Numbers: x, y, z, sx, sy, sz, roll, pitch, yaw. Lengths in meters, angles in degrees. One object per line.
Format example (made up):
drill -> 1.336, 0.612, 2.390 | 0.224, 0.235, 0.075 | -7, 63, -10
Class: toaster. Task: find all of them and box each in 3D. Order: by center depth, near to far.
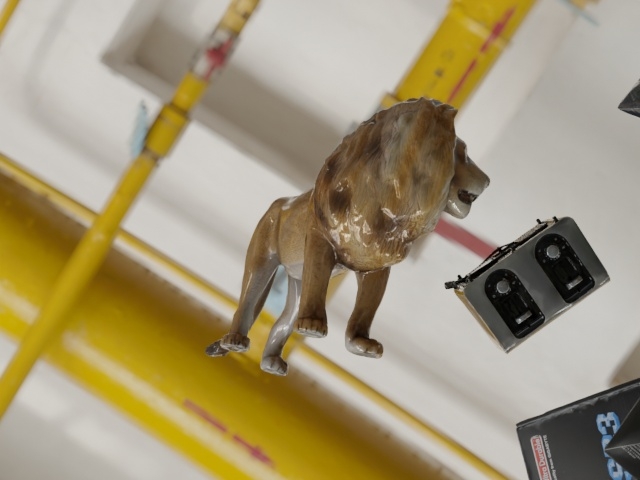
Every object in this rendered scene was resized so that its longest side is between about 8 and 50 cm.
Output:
toaster -> 0.262, 0.054, 1.769 | 0.110, 0.168, 0.186 | 56, 179, 0

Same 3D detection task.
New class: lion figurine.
lion figurine -> 0.000, 0.000, 1.402 | 0.142, 0.240, 0.392 | 20, 161, -31

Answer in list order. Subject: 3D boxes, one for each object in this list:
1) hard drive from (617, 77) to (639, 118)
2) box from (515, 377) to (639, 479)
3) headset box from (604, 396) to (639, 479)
hard drive -> 0.312, -0.141, 0.901 | 0.054, 0.172, 0.254 | 43, 169, -11
box -> 0.378, 0.298, 1.510 | 0.073, 0.293, 0.296 | 12, -120, -48
headset box -> 0.419, 0.226, 1.207 | 0.293, 0.110, 0.218 | 23, -167, -45
